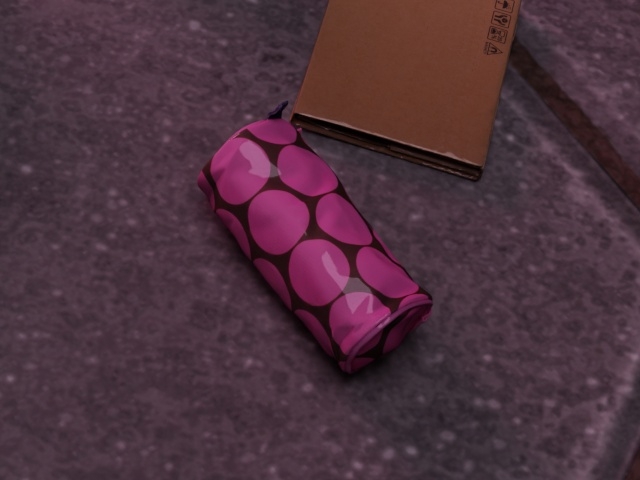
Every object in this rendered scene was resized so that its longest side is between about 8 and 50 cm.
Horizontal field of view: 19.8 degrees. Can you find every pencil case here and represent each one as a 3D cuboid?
[{"bbox_3d":[0.000,0.000,1.392,0.098,0.095,0.209,-13,59,-44],"label":"pencil case"}]

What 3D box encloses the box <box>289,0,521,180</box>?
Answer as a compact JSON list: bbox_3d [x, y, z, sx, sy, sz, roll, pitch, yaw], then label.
[{"bbox_3d":[0.076,-0.154,1.553,0.164,0.021,0.201,16,54,0],"label":"box"}]
